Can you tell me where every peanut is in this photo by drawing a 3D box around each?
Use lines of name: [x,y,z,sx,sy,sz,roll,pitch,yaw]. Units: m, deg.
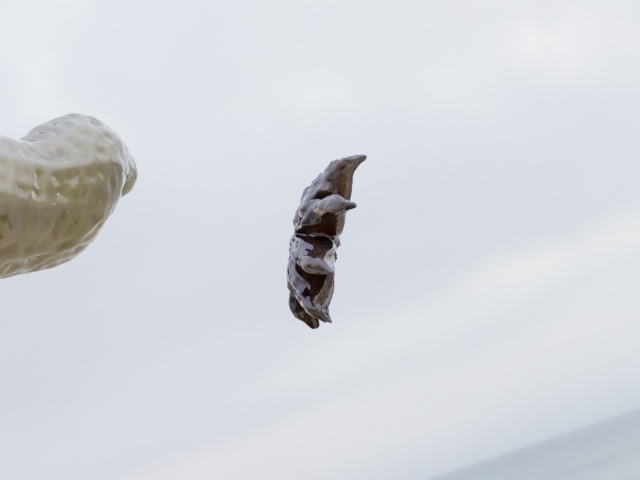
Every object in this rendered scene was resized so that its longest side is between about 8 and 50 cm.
peanut: [-0.290,-0.044,1.836,0.325,0.153,0.140,-28,-29,-57]

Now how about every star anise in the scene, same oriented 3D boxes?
star anise: [-0.001,0.000,1.418,0.042,0.141,0.141,11,-12,-6]
